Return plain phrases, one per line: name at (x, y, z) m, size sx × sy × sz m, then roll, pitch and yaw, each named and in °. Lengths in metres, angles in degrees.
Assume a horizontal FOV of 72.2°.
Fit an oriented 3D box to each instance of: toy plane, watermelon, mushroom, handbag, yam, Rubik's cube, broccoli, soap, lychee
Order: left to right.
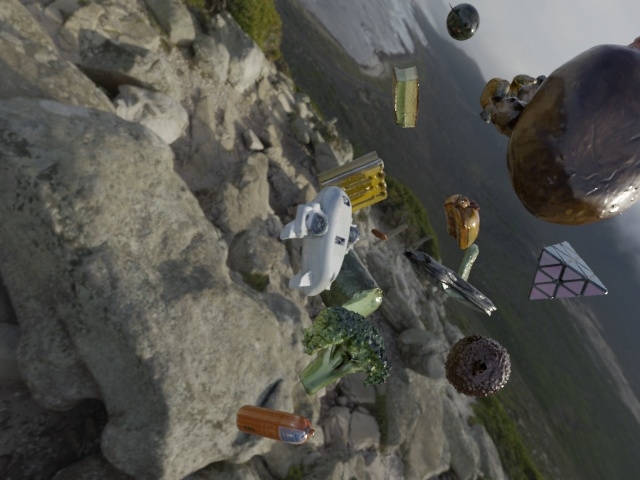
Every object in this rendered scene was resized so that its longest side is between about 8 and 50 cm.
toy plane at (0.000, 0.000, 0.956) m, size 0.244 × 0.117 × 0.245 m, roll -17°, pitch 111°, yaw -52°
yam at (0.062, 0.118, 1.484) m, size 0.195 × 0.195 × 0.300 m, roll 17°, pitch 34°, yaw -55°
broccoli at (0.050, 0.303, 1.140) m, size 0.247 × 0.243 × 0.263 m, roll 46°, pitch -2°, yaw 14°
soap at (0.140, -0.237, 1.916) m, size 0.259 × 0.281 × 0.143 m, roll 71°, pitch -1°, yaw -58°
handbag at (0.423, 0.135, 1.448) m, size 0.332 × 0.075 × 0.191 m, roll 31°, pitch 8°, yaw -22°
watermelon at (0.450, -0.711, 1.409) m, size 0.133 × 0.105 × 0.105 m, roll 40°, pitch 34°, yaw -27°
lychee at (0.476, 0.382, 1.337) m, size 0.238 × 0.200 × 0.200 m, roll 47°, pitch 25°, yaw -67°
Rubik's cube at (0.712, 0.127, 1.256) m, size 0.211 × 0.190 × 0.178 m, roll -11°, pitch 36°, yaw -42°
mushroom at (0.533, -0.192, 0.869) m, size 0.345 × 0.345 × 0.239 m, roll 49°, pitch 30°, yaw -24°

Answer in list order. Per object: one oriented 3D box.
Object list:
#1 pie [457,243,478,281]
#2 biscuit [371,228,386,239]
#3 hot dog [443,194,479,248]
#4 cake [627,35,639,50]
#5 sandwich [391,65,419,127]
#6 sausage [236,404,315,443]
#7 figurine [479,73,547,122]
pie at (0.629, 0.127, 1.903) m, size 0.240 × 0.054 × 0.241 m, roll 18°, pitch 90°, yaw -72°
biscuit at (0.306, -0.029, 2.312) m, size 0.091 × 0.078 × 0.015 m, roll 32°, pitch 70°, yaw 6°
hot dog at (0.365, -0.049, 1.112) m, size 0.102 × 0.076 × 0.249 m, roll 61°, pitch 7°, yaw 25°
cake at (1.277, -0.635, 1.626) m, size 0.230 × 0.237 × 0.309 m, roll 49°, pitch 38°, yaw -24°
sandwich at (0.372, -0.636, 1.934) m, size 0.186 × 0.108 × 0.220 m, roll -85°, pitch 170°, yaw -49°
sausage at (-0.111, 0.470, 1.116) m, size 0.071 × 0.234 × 0.071 m, roll 9°, pitch 78°, yaw -53°
figurine at (0.605, -0.409, 1.317) m, size 0.256 × 0.192 × 0.167 m, roll 17°, pitch 28°, yaw -15°
